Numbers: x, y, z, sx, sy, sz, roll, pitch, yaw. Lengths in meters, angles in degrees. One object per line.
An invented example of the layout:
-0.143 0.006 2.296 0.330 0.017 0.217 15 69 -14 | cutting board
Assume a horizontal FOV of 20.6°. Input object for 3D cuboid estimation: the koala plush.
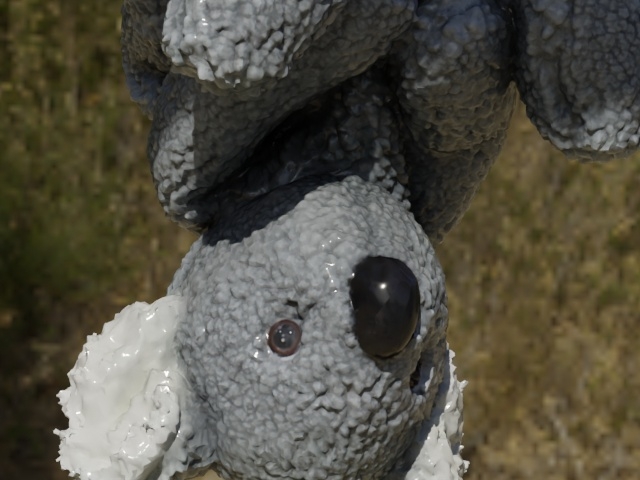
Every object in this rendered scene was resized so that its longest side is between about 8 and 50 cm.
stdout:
0.000 0.000 0.670 0.196 0.221 0.203 8 -7 -27 | koala plush
